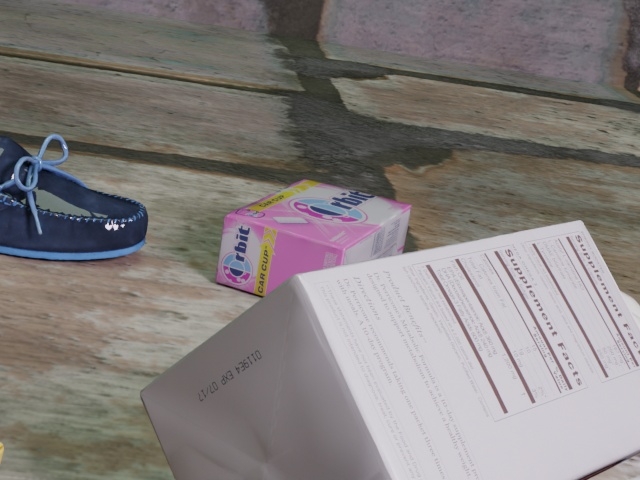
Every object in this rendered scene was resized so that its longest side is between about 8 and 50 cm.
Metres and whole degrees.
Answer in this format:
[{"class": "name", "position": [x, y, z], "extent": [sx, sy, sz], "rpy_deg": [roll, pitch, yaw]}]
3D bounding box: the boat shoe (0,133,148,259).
[{"class": "boat shoe", "position": [-0.270, -0.043, 1.086], "extent": [0.258, 0.089, 0.109], "rpy_deg": [8, 17, -7]}]

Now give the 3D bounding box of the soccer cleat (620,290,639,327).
[{"class": "soccer cleat", "position": [0.174, 0.052, 1.079], "extent": [0.196, 0.068, 0.076], "rpy_deg": [13, 20, -1]}]

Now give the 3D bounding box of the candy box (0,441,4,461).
[{"class": "candy box", "position": [-0.208, 0.107, 0.461], "extent": [0.109, 0.053, 0.187], "rpy_deg": [20, 21, 11]}]

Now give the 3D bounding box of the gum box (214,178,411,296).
[{"class": "gum box", "position": [0.000, 0.000, 1.146], "extent": [0.107, 0.062, 0.188], "rpy_deg": [16, 18, 18]}]

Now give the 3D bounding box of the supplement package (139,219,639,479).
[{"class": "supplement package", "position": [0.057, 0.088, 0.689], "extent": [0.244, 0.139, 0.134], "rpy_deg": [-10, 69, -47]}]
